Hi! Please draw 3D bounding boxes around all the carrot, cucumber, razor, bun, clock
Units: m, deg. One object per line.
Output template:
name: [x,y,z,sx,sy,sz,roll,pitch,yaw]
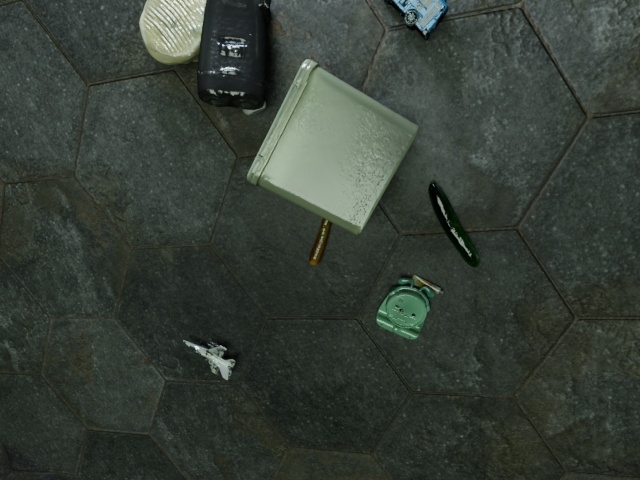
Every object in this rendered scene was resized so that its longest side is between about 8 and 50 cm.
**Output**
carrot: [0.000,0.000,1.344,0.042,0.042,0.171,20,110,8]
cucumber: [0.384,-0.043,1.221,0.056,0.056,0.284,-29,94,21]
razor: [-0.230,-0.526,1.136,0.189,0.107,0.327,5,90,-11]
bun: [-0.396,-0.611,1.202,0.210,0.116,0.237,38,99,-1]
clock: [0.270,0.211,1.329,0.148,0.060,0.189,22,114,6]

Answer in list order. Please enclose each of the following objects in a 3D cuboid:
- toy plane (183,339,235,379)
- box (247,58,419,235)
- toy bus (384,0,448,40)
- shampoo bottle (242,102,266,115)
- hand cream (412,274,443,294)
toy plane: [-0.410,0.431,1.583,0.234,0.082,0.160,35,124,17]
box: [0.032,-0.238,1.145,0.343,0.177,0.352,29,98,0]
toy bus: [0.234,-0.605,1.053,0.185,0.090,0.106,45,111,-3]
shampoo bottle: [-0.224,-0.468,1.227,0.074,0.074,0.192,-17,101,19]
hand cream: [0.335,0.142,1.314,0.102,0.022,0.035,24,120,10]
